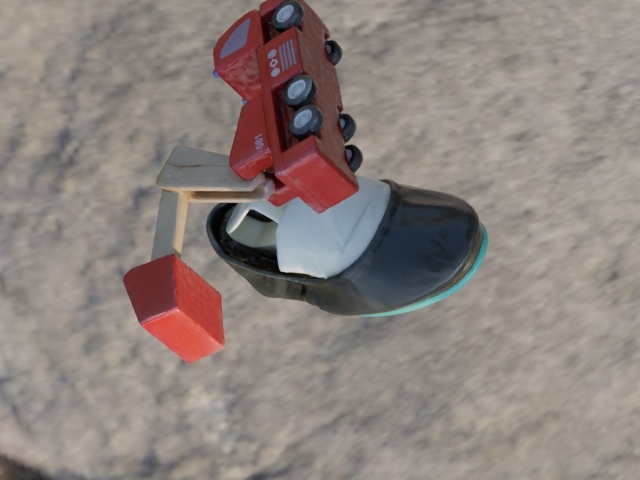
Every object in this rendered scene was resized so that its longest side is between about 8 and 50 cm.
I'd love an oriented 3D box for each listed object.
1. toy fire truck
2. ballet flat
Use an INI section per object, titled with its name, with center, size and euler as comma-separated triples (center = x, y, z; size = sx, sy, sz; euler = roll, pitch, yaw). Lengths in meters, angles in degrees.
[toy fire truck]
center = -0.046, -0.040, 1.106
size = 0.135, 0.047, 0.192
euler = -29, 44, 20
[ballet flat]
center = 0.000, 0.000, 1.360
size = 0.280, 0.096, 0.095
euler = -6, 56, 60
